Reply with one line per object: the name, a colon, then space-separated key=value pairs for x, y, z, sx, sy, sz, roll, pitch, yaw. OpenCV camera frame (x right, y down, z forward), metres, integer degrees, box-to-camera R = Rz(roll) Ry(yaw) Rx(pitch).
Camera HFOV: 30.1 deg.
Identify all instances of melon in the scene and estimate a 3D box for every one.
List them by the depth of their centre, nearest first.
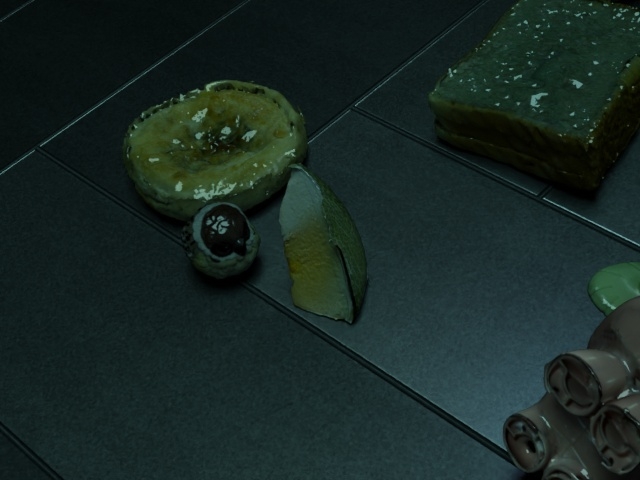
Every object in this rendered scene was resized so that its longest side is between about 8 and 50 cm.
melon: x=0.005 y=-0.002 z=1.468 sx=0.093 sy=0.202 sz=0.139 roll=-13 pitch=7 yaw=26

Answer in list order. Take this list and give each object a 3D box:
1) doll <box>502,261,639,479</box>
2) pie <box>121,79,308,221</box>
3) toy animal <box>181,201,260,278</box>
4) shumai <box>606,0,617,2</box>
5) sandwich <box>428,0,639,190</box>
doll: x=0.347 y=0.150 z=1.211 sx=0.268 sy=0.216 sz=0.284 roll=-13 pitch=57 yaw=-36
pie: x=-0.151 y=-0.130 z=1.657 sx=0.274 sy=0.055 sz=0.274 roll=-6 pitch=45 yaw=6
toy animal: x=-0.139 y=-0.012 z=1.510 sx=0.098 sy=0.098 sz=0.137 roll=-39 pitch=50 yaw=-24
shumai: x=0.415 y=-0.438 z=1.778 sx=0.209 sy=0.153 sz=0.161 roll=-4 pitch=52 yaw=4
sandwich: x=0.322 y=-0.220 z=1.613 sx=0.271 sy=0.099 sz=0.301 roll=24 pitch=56 yaw=31
